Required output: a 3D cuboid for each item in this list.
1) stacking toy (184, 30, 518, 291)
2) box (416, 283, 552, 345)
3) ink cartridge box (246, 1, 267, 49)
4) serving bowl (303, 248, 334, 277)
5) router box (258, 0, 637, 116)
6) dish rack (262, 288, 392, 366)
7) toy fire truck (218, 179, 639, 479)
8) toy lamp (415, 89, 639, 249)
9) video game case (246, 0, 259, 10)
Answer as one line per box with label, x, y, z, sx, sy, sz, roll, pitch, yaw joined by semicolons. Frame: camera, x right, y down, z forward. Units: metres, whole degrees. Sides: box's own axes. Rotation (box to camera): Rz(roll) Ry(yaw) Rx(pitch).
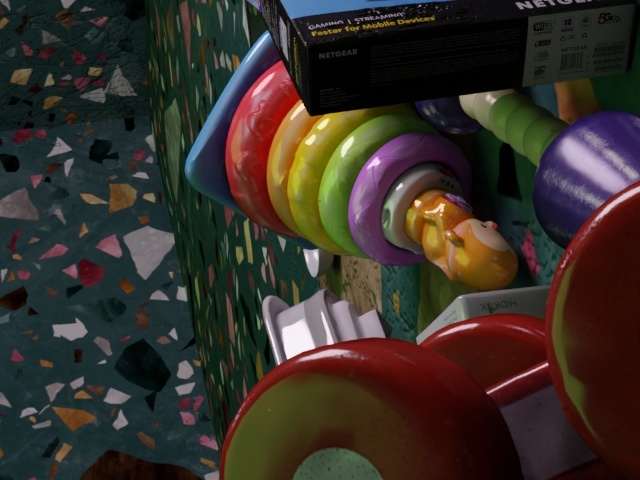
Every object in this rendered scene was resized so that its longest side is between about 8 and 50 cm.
stacking toy;0.048;-0.039;0.909;0.165;0.175;0.302;-58;39;4
box;0.122;0.080;0.709;0.101;0.102;0.087;118;144;-69
ink cartridge box;-0.032;-0.314;1.251;0.307;0.072;0.303;-133;39;-74
serving bowl;0.000;0.000;1.383;0.083;0.027;0.083;172;90;-78
router box;0.063;-0.129;0.667;0.133;0.179;0.046;-114;19;-53
dish rack;0.082;0.195;0.811;0.285;0.072;0.333;48;-164;-43
toy fire truck;0.129;0.121;0.404;0.169;0.302;0.254;-1;-115;-62
toy lamp;0.125;-0.054;0.673;0.274;0.080;0.080;-124;29;-66
video game case;0.020;-0.286;0.889;0.244;0.061;0.269;-128;49;-64
